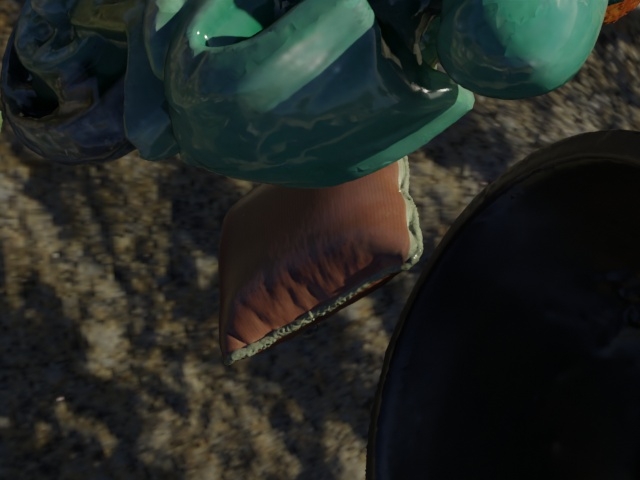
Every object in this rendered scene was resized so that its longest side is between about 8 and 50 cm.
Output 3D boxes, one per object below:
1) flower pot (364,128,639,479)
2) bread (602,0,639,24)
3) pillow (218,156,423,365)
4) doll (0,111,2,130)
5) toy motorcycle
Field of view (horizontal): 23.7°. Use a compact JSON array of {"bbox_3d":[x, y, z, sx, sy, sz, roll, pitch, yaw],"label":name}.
[{"bbox_3d":[0.240,0.128,1.054,0.251,0.379,0.379,21,99,-29],"label":"flower pot"},{"bbox_3d":[0.178,-0.254,1.181,0.095,0.269,0.139,6,73,40],"label":"bread"},{"bbox_3d":[0.000,0.000,1.137,0.179,0.171,0.075,-32,127,24],"label":"pillow"},{"bbox_3d":[-0.211,-0.051,0.664,0.077,0.150,0.115,27,103,57],"label":"doll"},{"bbox_3d":[0.026,-0.122,0.424,0.296,0.109,0.198,-52,44,3],"label":"toy motorcycle"}]
